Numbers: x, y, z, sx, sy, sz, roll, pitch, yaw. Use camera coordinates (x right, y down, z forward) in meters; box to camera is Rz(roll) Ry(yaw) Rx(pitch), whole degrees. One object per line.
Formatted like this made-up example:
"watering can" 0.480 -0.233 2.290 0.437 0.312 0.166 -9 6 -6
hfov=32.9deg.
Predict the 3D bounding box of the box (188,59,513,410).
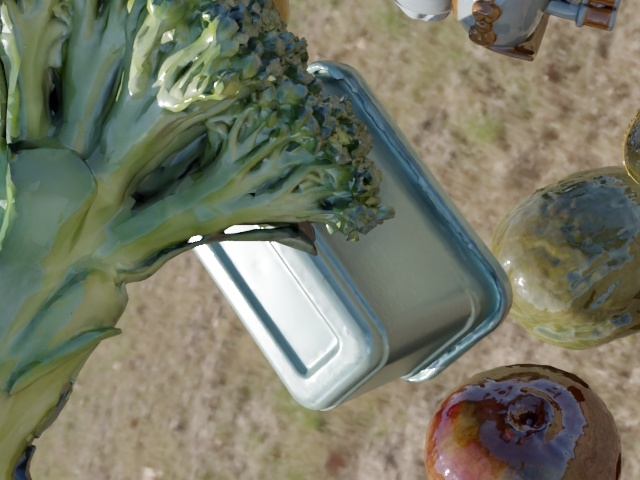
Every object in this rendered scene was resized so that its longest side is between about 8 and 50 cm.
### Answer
"box" 0.000 0.000 0.995 0.312 0.182 0.175 55 130 13

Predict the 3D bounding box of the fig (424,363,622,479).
"fig" 0.198 0.225 1.072 0.205 0.205 0.205 -46 33 41

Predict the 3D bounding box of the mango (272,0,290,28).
"mango" -0.110 -0.286 1.155 0.130 0.167 0.262 -35 37 2

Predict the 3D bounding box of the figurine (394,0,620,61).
"figurine" 0.136 -0.239 0.979 0.143 0.271 0.143 3 -90 -87

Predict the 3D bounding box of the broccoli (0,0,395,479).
"broccoli" -0.162 -0.001 0.554 0.361 0.252 0.221 -40 -11 -9

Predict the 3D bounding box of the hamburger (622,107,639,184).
"hamburger" 0.385 -0.116 1.057 0.191 0.118 0.182 -49 12 -34

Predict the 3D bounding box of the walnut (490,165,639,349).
"walnut" 0.367 0.018 1.458 0.283 0.227 0.283 -15 50 18
